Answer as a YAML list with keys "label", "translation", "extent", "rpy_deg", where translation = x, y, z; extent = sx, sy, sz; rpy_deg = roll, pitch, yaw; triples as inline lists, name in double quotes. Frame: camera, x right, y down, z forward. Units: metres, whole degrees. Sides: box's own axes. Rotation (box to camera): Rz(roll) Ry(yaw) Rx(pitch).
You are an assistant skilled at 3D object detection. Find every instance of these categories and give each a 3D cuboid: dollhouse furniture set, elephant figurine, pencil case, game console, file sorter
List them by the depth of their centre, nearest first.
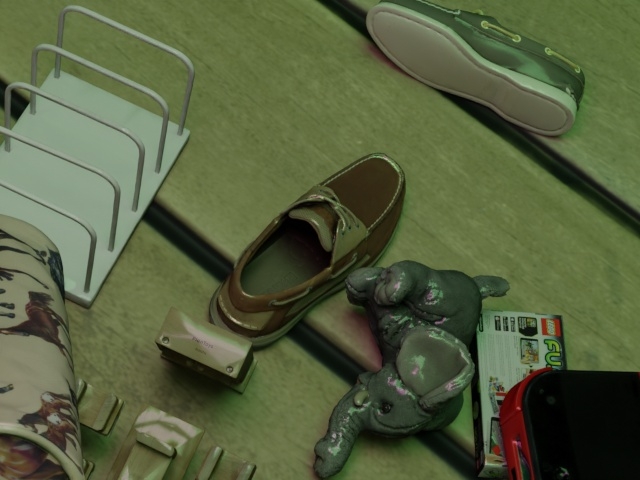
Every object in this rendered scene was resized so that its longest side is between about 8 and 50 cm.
- label: "pencil case"
  translation: [-0.347, 0.136, 1.699]
  extent: [0.184, 0.159, 0.410]
  rpy_deg: [-1, 34, -11]
- label: "dollhouse furniture set"
  translation: [-0.168, 0.211, 1.816]
  extent: [0.212, 0.161, 0.242]
  rpy_deg: [25, 80, 3]
- label: "game console"
  translation: [0.388, 0.323, 1.856]
  extent: [0.342, 0.060, 0.386]
  rpy_deg: [4, 58, -17]
- label: "elephant figurine"
  translation: [0.105, 0.155, 1.892]
  extent: [0.169, 0.186, 0.239]
  rpy_deg: [23, 59, -49]
- label: "file sorter"
  translation: [-0.290, -0.106, 1.928]
  extent: [0.193, 0.173, 0.277]
  rpy_deg: [25, 58, 3]

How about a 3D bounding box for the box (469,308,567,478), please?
- label: "box"
  translation: [0.238, 0.183, 1.953]
  extent: [0.114, 0.036, 0.207]
  rpy_deg: [6, 59, -9]

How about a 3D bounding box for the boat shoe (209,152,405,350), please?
- label: "boat shoe"
  translation: [0.000, 0.000, 1.961]
  extent: [0.123, 0.116, 0.324]
  rpy_deg: [37, 59, 10]

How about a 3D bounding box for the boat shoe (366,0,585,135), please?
- label: "boat shoe"
  translation: [0.206, -0.246, 2.161]
  extent: [0.305, 0.109, 0.091]
  rpy_deg: [27, 57, -3]
